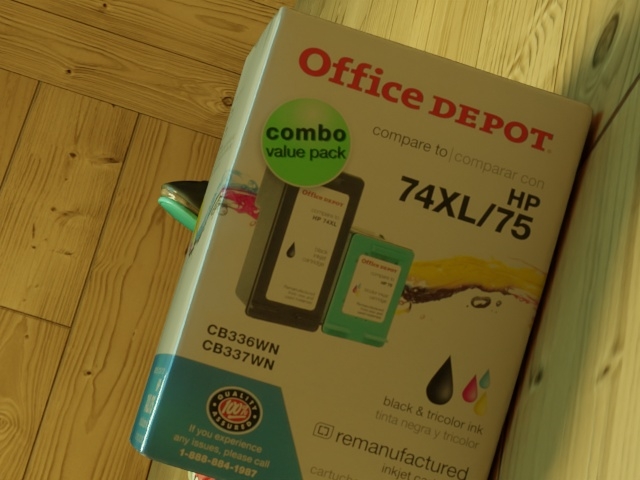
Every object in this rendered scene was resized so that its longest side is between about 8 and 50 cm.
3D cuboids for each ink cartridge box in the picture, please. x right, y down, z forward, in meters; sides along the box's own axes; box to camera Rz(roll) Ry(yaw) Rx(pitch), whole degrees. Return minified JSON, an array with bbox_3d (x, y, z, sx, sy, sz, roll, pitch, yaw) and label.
[{"bbox_3d":[0.018,0.026,1.177,0.197,0.198,0.270,152,134,-82],"label":"ink cartridge box"}]

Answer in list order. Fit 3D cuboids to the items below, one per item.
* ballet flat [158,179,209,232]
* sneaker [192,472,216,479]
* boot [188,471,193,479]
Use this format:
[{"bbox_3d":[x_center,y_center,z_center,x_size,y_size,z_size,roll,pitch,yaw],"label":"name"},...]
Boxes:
[{"bbox_3d":[-0.083,-0.008,2.118,0.096,0.095,0.280,-54,-39,-14],"label":"ballet flat"},{"bbox_3d":[-0.089,0.277,1.863,0.276,0.098,0.135,-127,57,-81],"label":"sneaker"},{"bbox_3d":[-0.115,0.223,2.350,0.165,0.077,0.213,-124,46,-83],"label":"boot"}]
